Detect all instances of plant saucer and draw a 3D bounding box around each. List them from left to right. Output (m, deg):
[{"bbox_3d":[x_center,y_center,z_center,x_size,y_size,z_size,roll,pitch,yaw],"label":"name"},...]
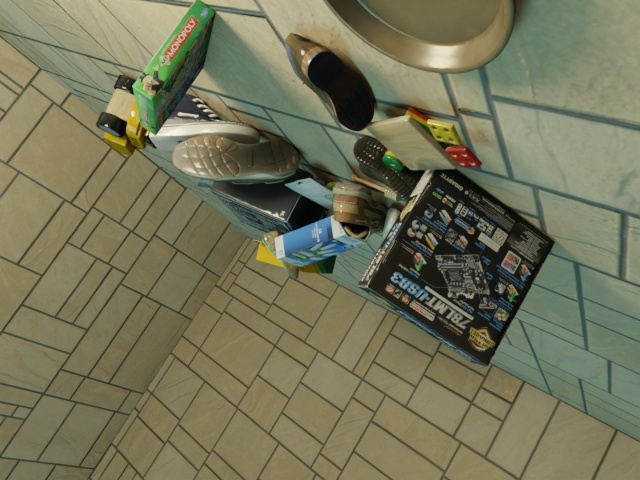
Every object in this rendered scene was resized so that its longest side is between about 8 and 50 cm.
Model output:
[{"bbox_3d":[0.099,-0.302,0.612,0.277,0.041,0.278,32,171,6],"label":"plant saucer"}]

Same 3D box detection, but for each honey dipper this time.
[{"bbox_3d":[0.139,-0.139,1.341,0.160,0.030,0.030,30,171,38],"label":"honey dipper"}]

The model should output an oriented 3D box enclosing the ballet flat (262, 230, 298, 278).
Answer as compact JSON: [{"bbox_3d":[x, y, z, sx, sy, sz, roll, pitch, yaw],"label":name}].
[{"bbox_3d":[-0.113,0.047,1.772,0.206,0.067,0.073,53,-167,-33],"label":"ballet flat"}]

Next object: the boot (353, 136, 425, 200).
[{"bbox_3d":[0.162,-0.140,1.162,0.198,0.077,0.137,44,177,12],"label":"boot"}]

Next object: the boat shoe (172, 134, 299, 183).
[{"bbox_3d":[-0.237,-0.208,1.506,0.355,0.132,0.130,5,163,1],"label":"boat shoe"}]

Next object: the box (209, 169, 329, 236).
[{"bbox_3d":[-0.158,-0.136,1.773,0.296,0.183,0.294,23,169,18],"label":"box"}]

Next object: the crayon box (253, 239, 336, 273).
[{"bbox_3d":[-0.097,0.062,1.979,0.202,0.081,0.318,14,-179,26],"label":"crayon box"}]

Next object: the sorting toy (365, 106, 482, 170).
[{"bbox_3d":[0.174,-0.183,0.943,0.132,0.046,0.274,37,170,-25],"label":"sorting toy"}]

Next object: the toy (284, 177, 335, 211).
[{"bbox_3d":[0.029,-0.139,1.572,0.237,0.056,0.137,30,159,-30],"label":"toy"}]

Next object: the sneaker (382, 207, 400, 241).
[{"bbox_3d":[0.242,-0.022,1.485,0.126,0.091,0.240,12,166,10],"label":"sneaker"}]

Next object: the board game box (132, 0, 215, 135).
[{"bbox_3d":[-0.314,-0.354,1.134,0.046,0.214,0.317,35,170,-13],"label":"board game box"}]

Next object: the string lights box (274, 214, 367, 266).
[{"bbox_3d":[0.000,0.000,1.649,0.259,0.077,0.133,-20,156,31],"label":"string lights box"}]

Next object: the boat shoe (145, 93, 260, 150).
[{"bbox_3d":[-0.339,-0.353,1.550,0.340,0.158,0.127,2,160,6],"label":"boat shoe"}]

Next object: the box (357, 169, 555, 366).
[{"bbox_3d":[0.270,0.046,1.044,0.295,0.293,0.073,33,171,-8],"label":"box"}]

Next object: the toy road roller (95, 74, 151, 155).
[{"bbox_3d":[-0.628,-0.413,1.893,0.240,0.203,0.329,23,170,-8],"label":"toy road roller"}]

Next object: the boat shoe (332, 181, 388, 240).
[{"bbox_3d":[0.101,-0.060,1.444,0.123,0.117,0.324,7,170,25],"label":"boat shoe"}]

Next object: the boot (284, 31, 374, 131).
[{"bbox_3d":[0.020,-0.282,0.936,0.106,0.082,0.219,52,-172,35],"label":"boot"}]
